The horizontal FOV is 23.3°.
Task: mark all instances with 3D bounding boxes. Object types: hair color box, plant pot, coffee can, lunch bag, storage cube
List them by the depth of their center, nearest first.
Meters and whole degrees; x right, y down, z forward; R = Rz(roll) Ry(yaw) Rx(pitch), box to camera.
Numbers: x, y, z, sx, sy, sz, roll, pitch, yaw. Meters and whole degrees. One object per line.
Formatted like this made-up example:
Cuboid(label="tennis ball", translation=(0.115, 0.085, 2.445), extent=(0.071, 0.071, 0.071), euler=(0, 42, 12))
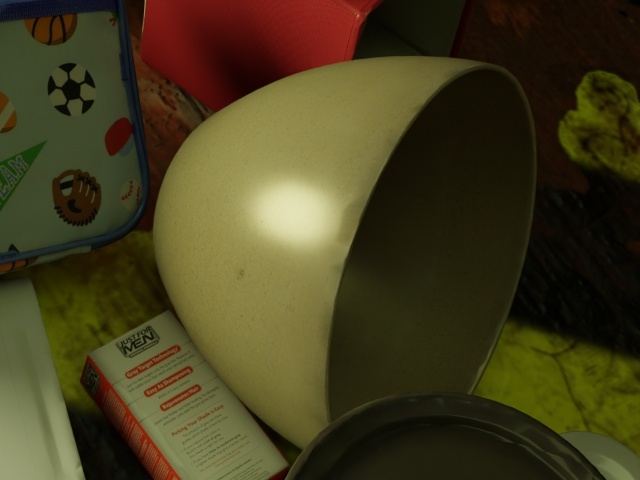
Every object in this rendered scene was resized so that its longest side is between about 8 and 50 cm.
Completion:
Cuboid(label="coffee can", translation=(0.037, 0.237, 0.877), extent=(0.201, 0.275, 0.201), euler=(9, 55, -12))
Cuboid(label="lunch bag", translation=(-0.270, -0.092, 1.032), extent=(0.303, 0.115, 0.243), euler=(-11, 98, -34))
Cuboid(label="hair color box", translation=(-0.093, 0.123, 1.056), extent=(0.072, 0.043, 0.141), euler=(-28, 70, -31))
Cuboid(label="plant pot", translation=(0.000, 0.000, 1.056), extent=(0.191, 0.284, 0.284), euler=(17, 49, 28))
Cuboid(label="storage cube", translation=(-0.006, -0.195, 1.198), extent=(0.193, 0.215, 0.183), euler=(36, 55, 16))

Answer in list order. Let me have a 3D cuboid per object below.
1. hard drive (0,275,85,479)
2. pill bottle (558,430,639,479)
Cuboid(label="hard drive", translation=(-0.318, 0.139, 0.976), extent=(0.319, 0.040, 0.210), euler=(-8, 60, -22))
Cuboid(label="pill bottle", translation=(0.145, 0.200, 1.001), extent=(0.094, 0.169, 0.094), euler=(8, 54, -12))
